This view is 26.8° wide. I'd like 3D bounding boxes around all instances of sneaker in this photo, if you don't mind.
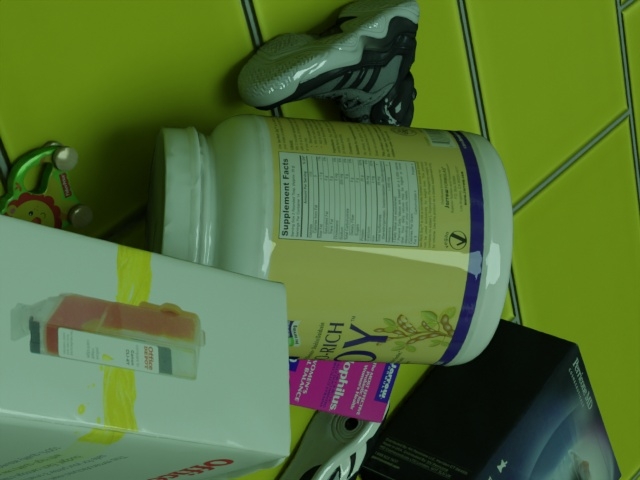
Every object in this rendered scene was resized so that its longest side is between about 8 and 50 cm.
[{"bbox_3d":[0.025,-0.165,1.492,0.269,0.101,0.153,-34,123,-38],"label":"sneaker"},{"bbox_3d":[0.024,0.285,1.672,0.217,0.079,0.121,-51,138,-11],"label":"sneaker"}]

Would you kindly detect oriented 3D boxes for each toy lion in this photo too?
[{"bbox_3d":[-0.270,-0.034,1.278,0.096,0.034,0.100,-26,121,-30],"label":"toy lion"}]

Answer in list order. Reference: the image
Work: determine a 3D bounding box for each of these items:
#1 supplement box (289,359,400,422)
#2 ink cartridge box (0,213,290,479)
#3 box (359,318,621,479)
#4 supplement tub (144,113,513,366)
[{"bbox_3d":[-0.016,0.130,1.543,0.220,0.114,0.111,20,87,-50],"label":"supplement box"},{"bbox_3d":[-0.254,0.103,1.083,0.385,0.279,0.160,16,64,-38],"label":"ink cartridge box"},{"bbox_3d":[0.240,0.311,1.829,0.294,0.183,0.296,-49,134,-26],"label":"box"},{"bbox_3d":[0.000,0.000,1.333,0.331,0.241,0.241,3,103,-12],"label":"supplement tub"}]
